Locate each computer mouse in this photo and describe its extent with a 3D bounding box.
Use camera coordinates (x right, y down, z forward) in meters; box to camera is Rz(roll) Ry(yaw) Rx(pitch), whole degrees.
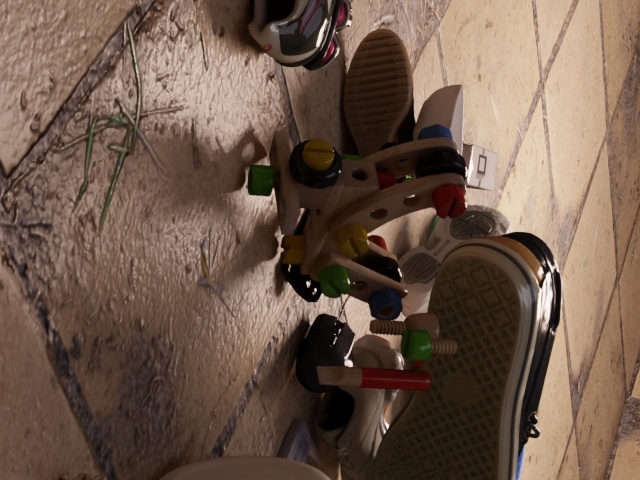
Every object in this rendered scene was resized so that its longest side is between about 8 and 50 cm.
[{"bbox_3d":[0.030,0.093,1.820,0.041,0.071,0.242,-57,-173,51],"label":"computer mouse"}]

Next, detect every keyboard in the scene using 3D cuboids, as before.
[{"bbox_3d":[0.000,0.000,1.791,0.100,0.038,0.192,52,45,-29],"label":"keyboard"}]

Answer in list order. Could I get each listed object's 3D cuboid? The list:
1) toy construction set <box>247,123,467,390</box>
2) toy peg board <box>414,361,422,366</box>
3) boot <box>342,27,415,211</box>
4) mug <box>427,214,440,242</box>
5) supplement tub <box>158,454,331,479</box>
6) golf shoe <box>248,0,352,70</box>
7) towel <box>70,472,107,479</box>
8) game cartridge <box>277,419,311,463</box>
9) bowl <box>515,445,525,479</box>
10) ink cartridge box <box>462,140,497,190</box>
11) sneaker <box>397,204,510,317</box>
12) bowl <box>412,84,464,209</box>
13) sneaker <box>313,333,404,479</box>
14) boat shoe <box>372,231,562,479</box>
[{"bbox_3d":[0.019,0.012,1.638,0.257,0.237,0.309,148,-57,-63],"label":"toy construction set"},{"bbox_3d":[0.192,0.199,2.251,0.161,0.079,0.161,-11,110,-66],"label":"toy peg board"},{"bbox_3d":[0.090,-0.164,1.920,0.207,0.090,0.248,-51,142,-73],"label":"boot"},{"bbox_3d":[0.234,0.011,2.269,0.129,0.097,0.158,58,44,-57],"label":"mug"},{"bbox_3d":[-0.076,0.407,1.463,0.207,0.207,0.338,-33,125,-63],"label":"supplement tub"},{"bbox_3d":[-0.012,-0.324,1.562,0.120,0.105,0.273,12,84,-61],"label":"golf shoe"},{"bbox_3d":[-0.242,0.357,1.253,0.187,0.049,0.282,-22,118,-64],"label":"towel"},{"bbox_3d":[-0.034,0.266,1.786,0.056,0.017,0.083,78,28,-47],"label":"game cartridge"},{"bbox_3d":[0.275,0.353,2.500,0.391,0.077,0.391,7,90,-68],"label":"bowl"},{"bbox_3d":[0.183,-0.112,2.100,0.180,0.104,0.060,6,92,-68],"label":"ink cartridge box"},{"bbox_3d":[0.190,0.035,2.155,0.232,0.090,0.115,-34,149,-27],"label":"sneaker"},{"bbox_3d":[0.153,-0.123,1.887,0.142,0.053,0.142,-66,159,-54],"label":"bowl"},{"bbox_3d":[0.036,0.254,1.884,0.121,0.099,0.262,-25,124,-41],"label":"sneaker"},{"bbox_3d":[0.190,0.205,1.796,0.156,0.187,0.500,-32,140,-51],"label":"boat shoe"}]
